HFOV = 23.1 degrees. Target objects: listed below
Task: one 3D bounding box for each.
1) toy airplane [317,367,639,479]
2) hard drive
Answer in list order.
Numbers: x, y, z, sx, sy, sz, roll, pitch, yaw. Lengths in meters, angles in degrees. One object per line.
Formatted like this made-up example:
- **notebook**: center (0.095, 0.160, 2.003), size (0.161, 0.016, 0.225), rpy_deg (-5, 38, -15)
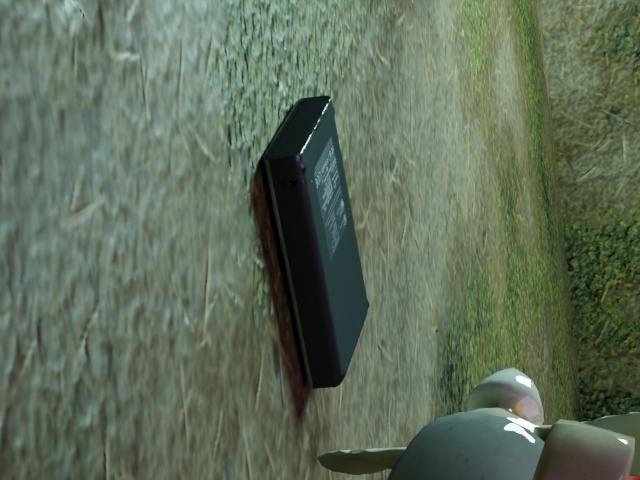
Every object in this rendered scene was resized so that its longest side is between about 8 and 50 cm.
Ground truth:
- **toy airplane**: center (0.046, 0.231, 0.580), size (0.386, 0.272, 0.384), rpy_deg (-59, 155, 7)
- **hard drive**: center (0.000, 0.000, 0.855), size (0.094, 0.022, 0.135), rpy_deg (-66, 148, -63)
